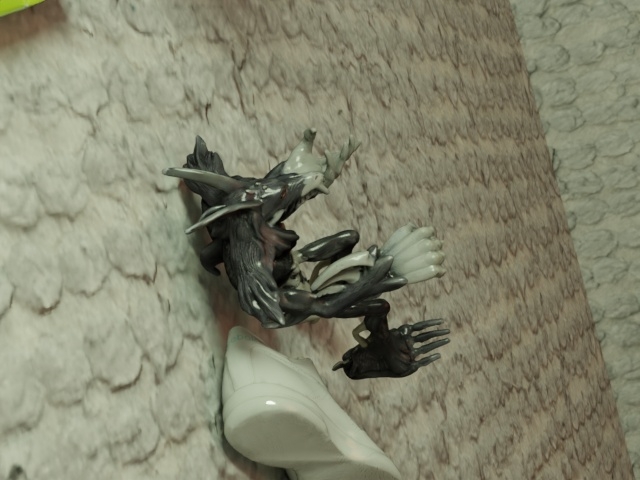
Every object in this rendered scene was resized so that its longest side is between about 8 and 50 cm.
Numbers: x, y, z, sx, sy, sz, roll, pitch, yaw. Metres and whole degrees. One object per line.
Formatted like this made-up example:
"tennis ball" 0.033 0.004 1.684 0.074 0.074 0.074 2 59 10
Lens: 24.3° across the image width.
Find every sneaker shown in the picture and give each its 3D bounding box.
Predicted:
"sneaker" -0.004 0.130 1.052 0.212 0.080 0.094 53 16 -48

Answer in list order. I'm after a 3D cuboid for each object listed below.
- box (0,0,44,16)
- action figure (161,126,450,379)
"box" -0.187 -0.217 0.822 0.109 0.042 0.178 -53 127 -67
"action figure" 0.000 0.000 1.031 0.164 0.141 0.276 58 7 31
